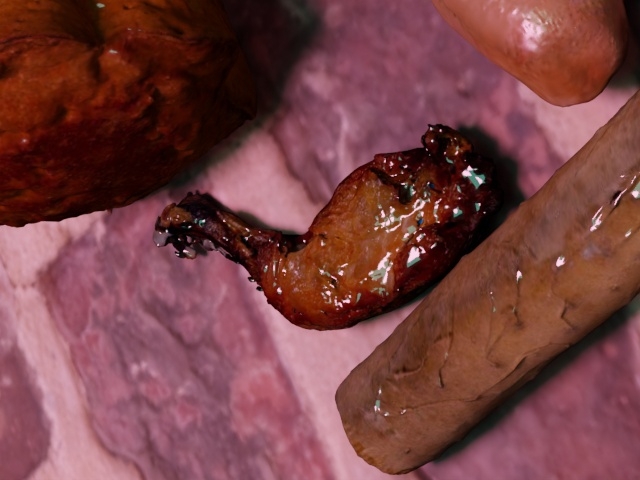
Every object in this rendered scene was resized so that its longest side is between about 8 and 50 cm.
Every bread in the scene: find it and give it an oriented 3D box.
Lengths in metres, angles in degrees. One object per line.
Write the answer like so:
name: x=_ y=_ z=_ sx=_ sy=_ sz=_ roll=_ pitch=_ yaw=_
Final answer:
bread: x=-0.148 y=-0.092 z=1.004 sx=0.232 sy=0.246 sz=0.135 roll=-22 pitch=69 yaw=26

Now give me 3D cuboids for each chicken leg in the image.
chicken leg: x=0.000 y=0.000 z=1.008 sx=0.253 sy=0.051 sz=0.106 roll=-9 pitch=84 yaw=39

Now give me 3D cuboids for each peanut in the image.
peanut: x=0.099 y=-0.129 z=0.899 sx=0.152 sy=0.076 sz=0.076 roll=47 pitch=121 yaw=27

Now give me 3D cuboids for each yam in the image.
yam: x=0.137 y=0.000 z=0.888 sx=0.371 sy=0.083 sz=0.083 roll=-48 pitch=67 yaw=32
